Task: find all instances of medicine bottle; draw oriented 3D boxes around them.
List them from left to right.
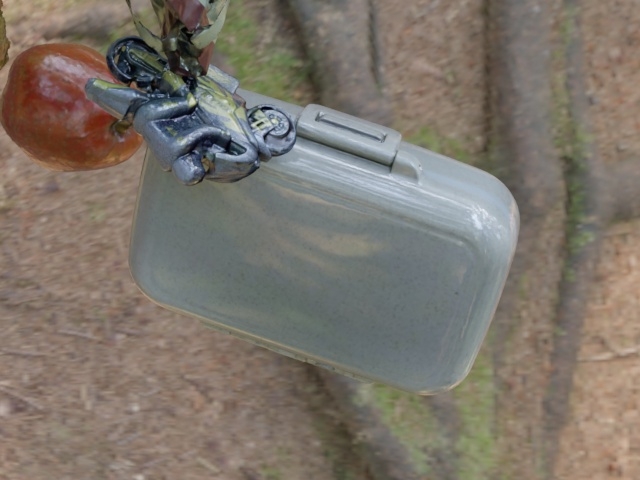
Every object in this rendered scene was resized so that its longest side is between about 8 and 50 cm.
[{"bbox_3d":[0.000,0.000,1.515,0.375,0.282,0.123,20,37,6],"label":"medicine bottle"}]

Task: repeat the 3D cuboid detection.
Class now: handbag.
[{"bbox_3d":[-0.124,-0.287,1.277,0.127,0.213,0.235,1,68,13],"label":"handbag"}]

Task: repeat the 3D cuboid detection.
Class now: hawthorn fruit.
[{"bbox_3d":[-0.261,-0.142,1.723,0.163,0.204,0.162,-41,143,-41],"label":"hawthorn fruit"}]

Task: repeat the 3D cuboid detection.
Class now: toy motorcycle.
[{"bbox_3d":[-0.118,-0.106,1.354,0.193,0.061,0.124,27,53,-10],"label":"toy motorcycle"}]

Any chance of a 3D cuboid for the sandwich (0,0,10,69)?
[{"bbox_3d":[-0.405,-0.188,1.341,0.155,0.227,0.198,27,65,21],"label":"sandwich"}]
